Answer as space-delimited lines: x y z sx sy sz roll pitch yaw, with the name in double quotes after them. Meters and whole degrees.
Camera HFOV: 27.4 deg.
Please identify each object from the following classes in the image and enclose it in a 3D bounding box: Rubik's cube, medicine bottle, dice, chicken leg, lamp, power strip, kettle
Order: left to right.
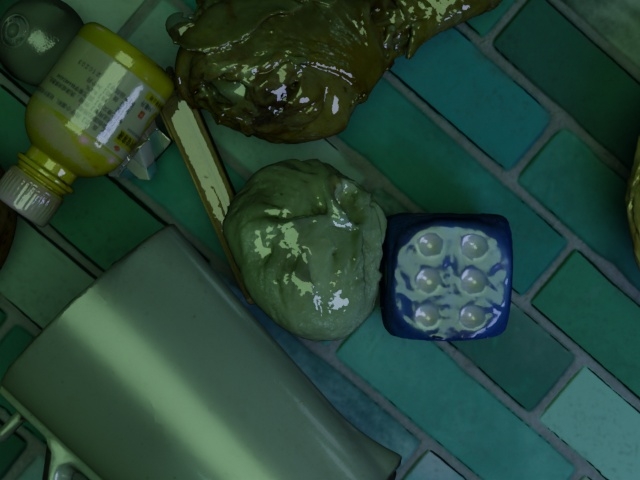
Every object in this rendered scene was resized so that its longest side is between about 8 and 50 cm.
-0.313 -0.223 1.469 0.105 0.105 0.105 0 93 -5 "lamp"
-0.262 -0.118 1.411 0.121 0.122 0.212 35 87 -5 "medicine bottle"
-0.213 -0.107 1.498 0.075 0.073 0.084 23 89 -5 "Rubik's cube"
-0.160 0.237 1.405 0.361 0.250 0.377 -45 89 -8 "kettle"
-0.121 -0.057 1.512 0.044 0.064 0.305 -23 94 3 "power strip"
0.040 -0.242 1.482 0.429 0.153 0.201 -26 87 -11 "chicken leg"
0.141 0.037 1.500 0.146 0.146 0.143 0 95 -1 "dice"

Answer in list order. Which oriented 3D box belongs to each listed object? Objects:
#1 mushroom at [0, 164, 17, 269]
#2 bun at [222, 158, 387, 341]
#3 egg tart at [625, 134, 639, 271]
-0.479 -0.039 1.421 0.263 0.195 0.283 -27 94 3 "mushroom"
0.000 0.000 1.453 0.203 0.126 0.213 -23 79 -47 "bun"
0.507 -0.056 1.528 0.345 0.132 0.346 0 93 -4 "egg tart"
